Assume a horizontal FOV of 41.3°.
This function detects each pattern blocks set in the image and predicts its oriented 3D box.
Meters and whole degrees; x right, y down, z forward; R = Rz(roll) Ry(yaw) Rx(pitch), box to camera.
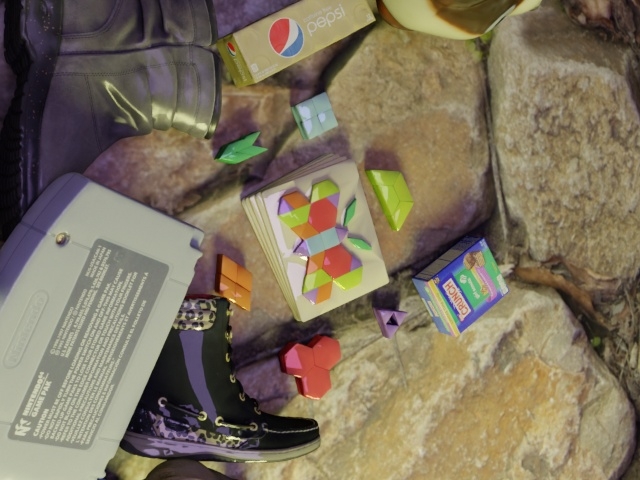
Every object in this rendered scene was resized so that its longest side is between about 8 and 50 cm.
[{"bbox_3d":[0.000,0.000,1.039,0.285,0.026,0.325,-39,109,-21],"label":"pattern blocks set"}]

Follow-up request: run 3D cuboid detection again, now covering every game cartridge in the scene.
[{"bbox_3d":[-0.240,0.092,0.812,0.196,0.060,0.294,29,83,-54],"label":"game cartridge"}]

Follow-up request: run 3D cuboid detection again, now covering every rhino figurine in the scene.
[{"bbox_3d":[-0.113,0.298,0.936,0.243,0.106,0.073,35,33,-45],"label":"rhino figurine"}]

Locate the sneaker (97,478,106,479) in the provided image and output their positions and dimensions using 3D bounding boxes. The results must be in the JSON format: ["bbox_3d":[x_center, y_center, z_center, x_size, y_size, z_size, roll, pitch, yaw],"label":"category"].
[{"bbox_3d":[-0.229,0.296,0.918,0.053,0.059,0.144,-30,95,10],"label":"sneaker"}]

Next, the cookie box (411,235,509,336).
[{"bbox_3d":[0.188,0.060,1.134,0.107,0.040,0.092,-36,109,-21],"label":"cookie box"}]

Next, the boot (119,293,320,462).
[{"bbox_3d":[-0.101,0.154,0.957,0.236,0.085,0.178,7,87,-25],"label":"boot"}]

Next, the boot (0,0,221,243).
[{"bbox_3d":[-0.206,-0.121,0.873,0.223,0.118,0.338,4,92,-32],"label":"boot"}]

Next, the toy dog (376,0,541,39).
[{"bbox_3d":[0.171,-0.439,0.971,0.395,0.284,0.408,-2,95,-28],"label":"toy dog"}]

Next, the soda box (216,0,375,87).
[{"bbox_3d":[-0.028,-0.245,0.994,0.181,0.058,0.061,-32,107,-23],"label":"soda box"}]
